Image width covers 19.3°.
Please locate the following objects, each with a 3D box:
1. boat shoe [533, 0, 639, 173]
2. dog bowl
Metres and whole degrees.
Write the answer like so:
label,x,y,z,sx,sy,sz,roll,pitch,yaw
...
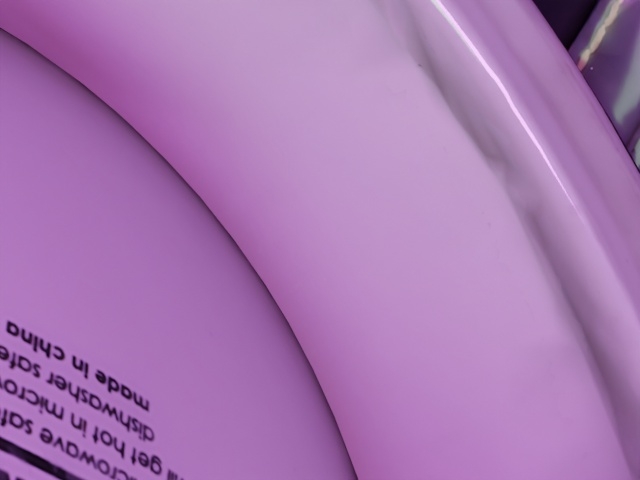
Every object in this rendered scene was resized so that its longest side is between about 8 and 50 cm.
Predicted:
label,x,y,z,sx,sy,sz,roll,pitch,yaw
boat shoe,0.000,0.000,0.585,0.130,0.132,0.355,23,119,-23
dog bowl,-0.067,0.050,0.368,0.150,0.408,0.408,-31,126,31
